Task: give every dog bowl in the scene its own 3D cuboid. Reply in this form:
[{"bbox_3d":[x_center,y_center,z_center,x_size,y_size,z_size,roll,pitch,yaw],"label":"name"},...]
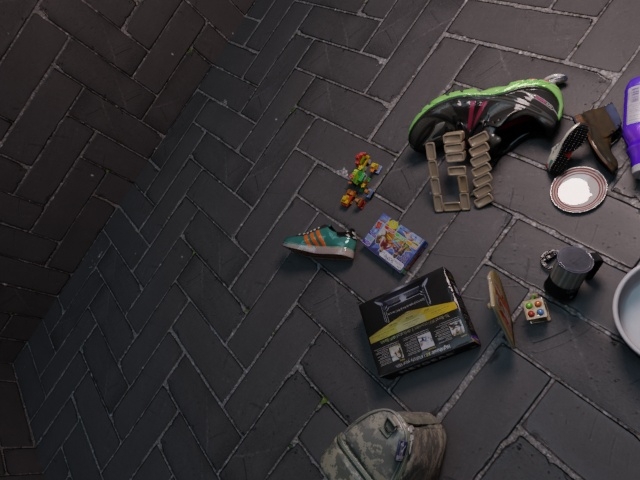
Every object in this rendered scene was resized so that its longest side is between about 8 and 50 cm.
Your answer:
[{"bbox_3d":[0.820,0.171,1.030,0.265,0.104,0.264,-14,63,30],"label":"dog bowl"}]

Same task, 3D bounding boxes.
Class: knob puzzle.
[{"bbox_3d":[0.479,0.167,1.231,0.030,0.213,0.213,-19,61,28],"label":"knob puzzle"}]

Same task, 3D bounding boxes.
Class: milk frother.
[{"bbox_3d":[0.636,0.060,1.188,0.129,0.134,0.143,-30,53,-16],"label":"milk frother"}]

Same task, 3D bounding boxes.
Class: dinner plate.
[{"bbox_3d":[0.729,-0.142,1.286,0.141,0.017,0.141,-15,62,30],"label":"dinner plate"}]

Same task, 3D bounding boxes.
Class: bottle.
[{"bbox_3d":[0.871,-0.301,1.205,0.118,0.092,0.282,1,71,36],"label":"bottle"}]

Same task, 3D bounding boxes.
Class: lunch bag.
[{"bbox_3d":[0.183,0.557,1.187,0.256,0.305,0.212,-53,51,7],"label":"lunch bag"}]

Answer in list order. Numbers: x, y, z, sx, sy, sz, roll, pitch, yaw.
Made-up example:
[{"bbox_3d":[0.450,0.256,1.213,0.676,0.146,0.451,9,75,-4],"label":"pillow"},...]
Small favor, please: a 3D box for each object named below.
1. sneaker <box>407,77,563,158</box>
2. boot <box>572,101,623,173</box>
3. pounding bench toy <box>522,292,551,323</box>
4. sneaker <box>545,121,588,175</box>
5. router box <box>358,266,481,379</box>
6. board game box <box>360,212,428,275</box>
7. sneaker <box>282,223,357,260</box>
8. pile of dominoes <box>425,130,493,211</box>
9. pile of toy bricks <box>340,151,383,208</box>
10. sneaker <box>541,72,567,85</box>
[{"bbox_3d":[0.498,-0.360,1.439,0.483,0.185,0.202,-8,62,34],"label":"sneaker"},{"bbox_3d":[0.799,-0.291,1.260,0.106,0.082,0.219,-28,55,26],"label":"boot"},{"bbox_3d":[0.578,0.175,1.225,0.052,0.065,0.083,-19,60,28],"label":"pounding bench toy"},{"bbox_3d":[0.696,-0.270,1.301,0.075,0.057,0.161,-88,12,-56],"label":"sneaker"},{"bbox_3d":[0.291,0.255,1.384,0.309,0.081,0.243,-28,56,23],"label":"router box"},{"bbox_3d":[0.249,0.010,1.550,0.136,0.035,0.201,-53,50,4],"label":"board game box"},{"bbox_3d":[0.000,0.000,1.693,0.302,0.108,0.121,6,73,29],"label":"sneaker"},{"bbox_3d":[0.445,-0.217,1.436,0.196,0.040,0.251,0,113,33],"label":"pile of dominoes"},{"bbox_3d":[0.141,-0.226,1.683,0.118,0.105,0.212,27,87,40],"label":"pile of toy bricks"},{"bbox_3d":[0.708,-0.476,1.432,0.135,0.052,0.058,-15,72,38],"label":"sneaker"}]
